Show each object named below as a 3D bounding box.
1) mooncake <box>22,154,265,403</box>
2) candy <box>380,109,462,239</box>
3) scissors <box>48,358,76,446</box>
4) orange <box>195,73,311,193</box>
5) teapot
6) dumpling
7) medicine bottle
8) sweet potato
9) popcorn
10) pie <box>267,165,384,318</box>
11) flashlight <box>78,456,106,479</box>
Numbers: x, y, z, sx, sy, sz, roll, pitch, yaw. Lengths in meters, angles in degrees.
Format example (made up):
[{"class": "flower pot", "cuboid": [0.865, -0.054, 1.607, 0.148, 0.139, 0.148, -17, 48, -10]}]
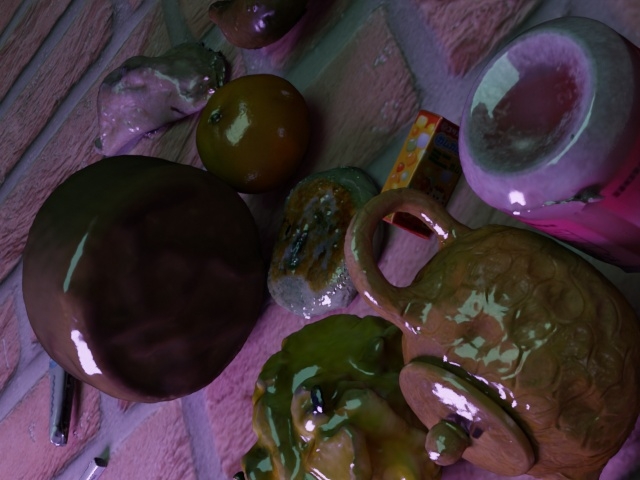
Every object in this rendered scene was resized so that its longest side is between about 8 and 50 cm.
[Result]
[{"class": "mooncake", "cuboid": [-0.198, 0.045, 1.145, 0.156, 0.284, 0.284, 13, 83, 46]}, {"class": "candy", "cuboid": [0.107, -0.066, 1.005, 0.038, 0.062, 0.122, 31, 97, 51]}, {"class": "scissors", "cuboid": [-0.393, 0.179, 1.503, 0.138, 0.041, 0.289, -27, 52, 31]}, {"class": "orange", "cuboid": [-0.086, -0.135, 1.220, 0.156, 0.124, 0.156, -29, 51, 44]}, {"class": "teapot", "cuboid": [0.127, 0.096, 0.747, 0.167, 0.311, 0.203, -45, 9, -24]}, {"class": "dumpling", "cuboid": [-0.265, -0.248, 1.528, 0.332, 0.086, 0.166, -16, 64, 41]}, {"class": "medicine bottle", "cuboid": [0.222, -0.053, 0.708, 0.147, 0.247, 0.147, -24, 57, 41]}, {"class": "sweet potato", "cuboid": [-0.062, -0.327, 1.309, 0.310, 0.098, 0.124, -23, 35, 45]}, {"class": "popcorn", "cuboid": [0.028, 0.168, 0.899, 0.189, 0.169, 0.218, -26, 58, 41]}, {"class": "pie", "cuboid": [0.000, 0.000, 1.118, 0.187, 0.041, 0.186, -24, 56, 42]}, {"class": "flashlight", "cuboid": [-0.329, 0.339, 1.367, 0.083, 0.018, 0.018, -54, 40, 17]}]
